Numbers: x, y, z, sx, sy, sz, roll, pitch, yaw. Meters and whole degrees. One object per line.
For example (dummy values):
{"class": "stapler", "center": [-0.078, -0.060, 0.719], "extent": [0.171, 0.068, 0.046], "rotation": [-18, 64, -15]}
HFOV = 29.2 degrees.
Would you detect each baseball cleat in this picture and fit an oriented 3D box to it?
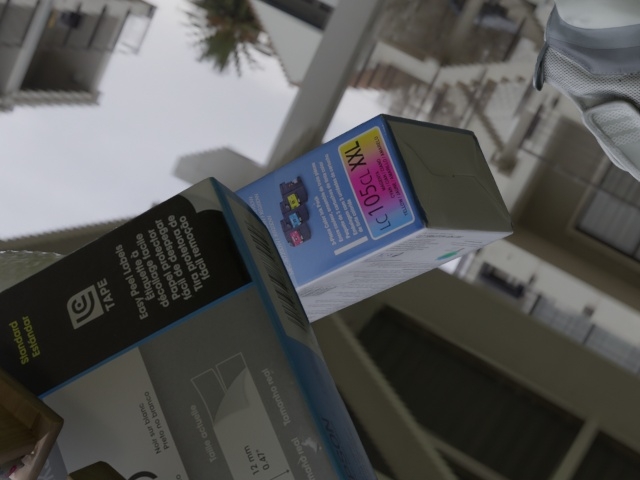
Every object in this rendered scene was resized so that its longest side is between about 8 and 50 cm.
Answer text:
{"class": "baseball cleat", "center": [0.206, -0.070, 0.589], "extent": [0.206, 0.109, 0.072], "rotation": [18, -160, 9]}

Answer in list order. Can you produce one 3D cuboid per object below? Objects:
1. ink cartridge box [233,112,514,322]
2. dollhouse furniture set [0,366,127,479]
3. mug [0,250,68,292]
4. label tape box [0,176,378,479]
{"class": "ink cartridge box", "center": [0.000, 0.000, 1.529], "extent": [0.270, 0.395, 0.151], "rotation": [2, -116, -60]}
{"class": "dollhouse furniture set", "center": [-0.289, 0.178, 0.654], "extent": [0.355, 0.174, 0.303], "rotation": [35, -159, 21]}
{"class": "mug", "center": [-0.388, 0.140, 1.561], "extent": [0.374, 0.276, 0.328], "rotation": [18, 168, -41]}
{"class": "label tape box", "center": [-0.158, 0.152, 0.837], "extent": [0.249, 0.347, 0.115], "rotation": [65, -174, 24]}
